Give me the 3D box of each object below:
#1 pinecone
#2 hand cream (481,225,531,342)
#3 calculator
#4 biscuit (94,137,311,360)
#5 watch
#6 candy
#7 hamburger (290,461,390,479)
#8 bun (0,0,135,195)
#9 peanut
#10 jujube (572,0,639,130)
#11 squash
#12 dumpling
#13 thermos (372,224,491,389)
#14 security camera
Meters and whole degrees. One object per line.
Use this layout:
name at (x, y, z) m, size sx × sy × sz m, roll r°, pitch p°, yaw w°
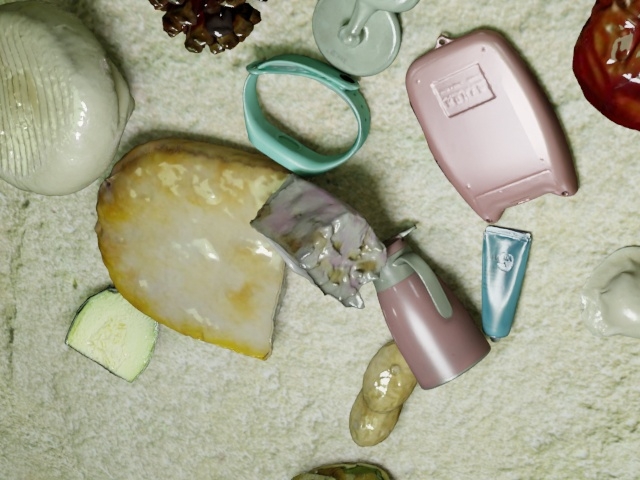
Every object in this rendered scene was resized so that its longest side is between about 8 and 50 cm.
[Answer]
pinecone at (-0.167, -0.418, 1.601) m, size 0.246 × 0.246 × 0.292 m, roll 25°, pitch 143°, yaw 11°
hand cream at (0.318, 0.081, 1.790) m, size 0.083 × 0.048 × 0.224 m, roll 11°, pitch 118°, yaw 21°
calculator at (0.266, -0.182, 1.646) m, size 0.220 × 0.048 × 0.330 m, roll -22°, pitch 106°, yaw 36°
biscuit at (-0.232, 0.009, 1.971) m, size 0.446 × 0.104 × 0.429 m, roll 14°, pitch 122°, yaw 15°
watch at (-0.034, -0.218, 1.747) m, size 0.237 × 0.068 × 0.195 m, roll 33°, pitch 120°, yaw 7°
candy at (0.000, 0.000, 1.750) m, size 0.195 × 0.137 × 0.185 m, roll 35°, pitch 170°, yaw 45°
hamburger at (0.066, 0.591, 2.170) m, size 0.265 × 0.134 × 0.285 m, roll -11°, pitch 108°, yaw 38°
bun at (-0.487, -0.259, 1.861) m, size 0.365 × 0.219 × 0.365 m, roll 9°, pitch 108°, yaw 30°
peanut at (0.119, 0.300, 1.977) m, size 0.101 × 0.117 × 0.263 m, roll 42°, pitch 135°, yaw 25°
jujube at (0.488, -0.318, 1.315) m, size 0.276 × 0.276 × 0.377 m, roll 35°, pitch 129°, yaw 3°
squash at (-0.428, 0.186, 2.210) m, size 0.192 × 0.085 × 0.184 m, roll 31°, pitch 99°, yaw 3°
dumpling at (0.522, 0.083, 1.657) m, size 0.111 × 0.181 × 0.155 m, roll 133°, pitch 122°, yaw -72°
thermos at (0.180, 0.116, 1.810) m, size 0.265 × 0.146 × 0.176 m, roll 59°, pitch 157°, yaw -4°
security camera at (0.078, -0.379, 1.602) m, size 0.157 × 0.080 × 0.301 m, roll 33°, pitch 131°, yaw 4°
